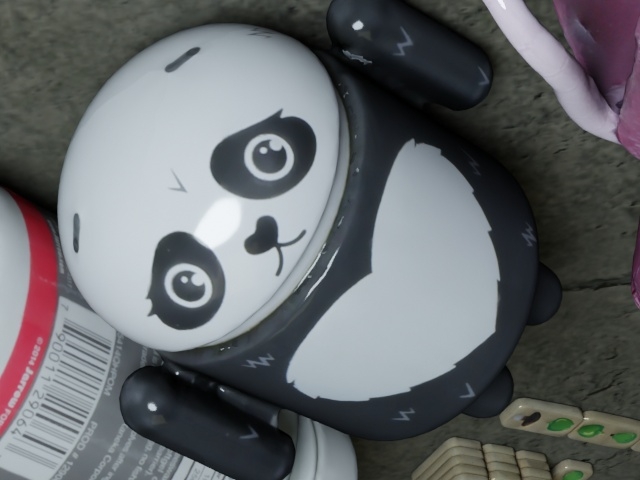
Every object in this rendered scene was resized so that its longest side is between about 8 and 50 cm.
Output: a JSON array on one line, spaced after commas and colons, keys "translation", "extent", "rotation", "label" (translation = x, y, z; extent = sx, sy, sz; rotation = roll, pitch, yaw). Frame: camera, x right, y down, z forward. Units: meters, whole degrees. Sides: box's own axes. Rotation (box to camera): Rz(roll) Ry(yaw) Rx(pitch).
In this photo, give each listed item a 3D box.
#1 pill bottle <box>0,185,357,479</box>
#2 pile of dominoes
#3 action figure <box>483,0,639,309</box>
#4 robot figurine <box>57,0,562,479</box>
[{"translation": [-0.125, 0.099, 0.995], "extent": [0.176, 0.176, 0.318], "rotation": [-32, 138, 26], "label": "pill bottle"}, {"translation": [0.181, 0.199, 1.317], "extent": [0.251, 0.040, 0.196], "rotation": [14, 137, -28], "label": "pile of dominoes"}, {"translation": [0.203, -0.022, 0.862], "extent": [0.275, 0.248, 0.370], "rotation": [-8, 140, -2], "label": "action figure"}, {"translation": [0.000, 0.002, 0.900], "extent": [0.173, 0.209, 0.278], "rotation": [-23, 144, 37], "label": "robot figurine"}]
